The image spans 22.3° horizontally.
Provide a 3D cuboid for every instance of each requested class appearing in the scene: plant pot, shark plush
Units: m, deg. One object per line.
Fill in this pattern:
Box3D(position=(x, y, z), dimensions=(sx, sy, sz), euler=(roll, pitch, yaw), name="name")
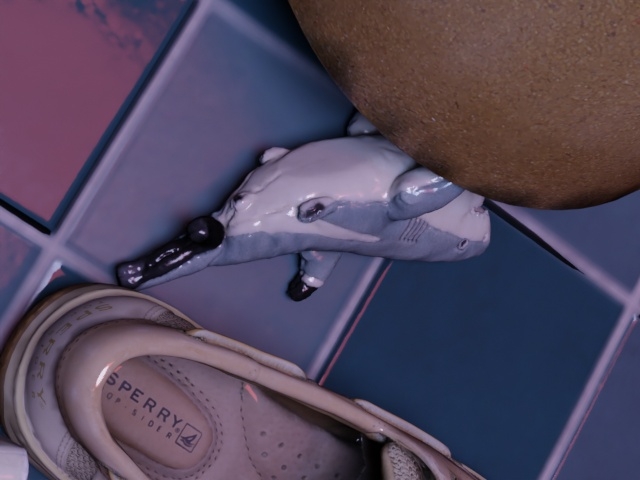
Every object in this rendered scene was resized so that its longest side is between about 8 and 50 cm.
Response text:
Box3D(position=(0.141, -0.160, 0.579), dimensions=(0.237, 0.254, 0.237), euler=(10, 70, -28), name="plant pot")
Box3D(position=(0.000, 0.000, 0.665), dimensions=(0.161, 0.073, 0.067), euler=(-24, 132, -26), name="shark plush")

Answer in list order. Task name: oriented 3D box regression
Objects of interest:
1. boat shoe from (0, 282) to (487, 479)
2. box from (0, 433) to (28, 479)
Box3D(position=(0.013, 0.118, 0.645), dimensions=(0.302, 0.098, 0.109), euler=(36, 77, -25), name="boat shoe")
Box3D(position=(-0.230, 0.119, 0.524), dimensions=(0.232, 0.127, 0.149), euler=(11, 88, -25), name="box")
